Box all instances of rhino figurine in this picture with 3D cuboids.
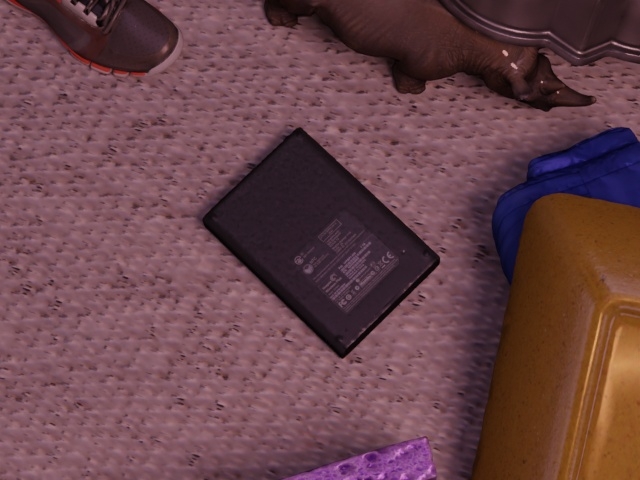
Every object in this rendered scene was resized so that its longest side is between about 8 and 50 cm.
[{"bbox_3d":[0.073,-0.141,1.330,0.243,0.106,0.073,26,76,10],"label":"rhino figurine"}]

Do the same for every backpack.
[{"bbox_3d":[0.171,-0.009,1.296,0.120,0.098,0.101,-24,49,0],"label":"backpack"}]

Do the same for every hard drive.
[{"bbox_3d":[0.000,0.000,1.334,0.094,0.022,0.135,-44,77,-10],"label":"hard drive"}]

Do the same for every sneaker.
[{"bbox_3d":[-0.168,-0.166,1.368,0.158,0.065,0.061,28,76,10],"label":"sneaker"}]

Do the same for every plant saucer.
[{"bbox_3d":[0.256,0.163,1.193,0.333,0.081,0.332,12,93,6],"label":"plant saucer"}]

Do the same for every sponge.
[{"bbox_3d":[-0.029,0.172,1.234,0.210,0.117,0.031,-16,76,-3],"label":"sponge"}]

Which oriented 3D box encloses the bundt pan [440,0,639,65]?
[{"bbox_3d":[0.182,-0.280,1.307,0.331,0.124,0.330,5,58,-8],"label":"bundt pan"}]
